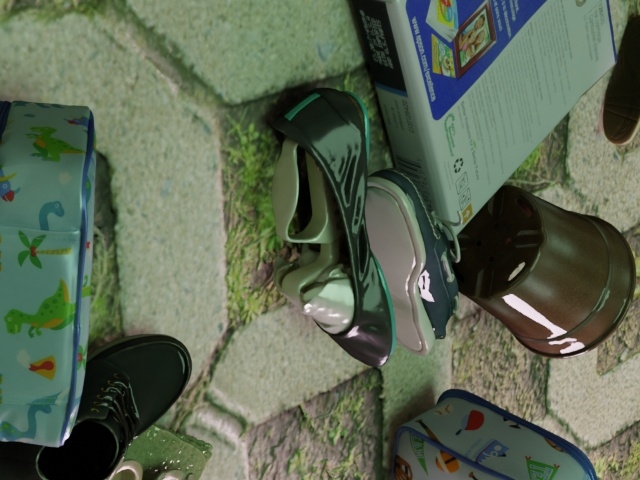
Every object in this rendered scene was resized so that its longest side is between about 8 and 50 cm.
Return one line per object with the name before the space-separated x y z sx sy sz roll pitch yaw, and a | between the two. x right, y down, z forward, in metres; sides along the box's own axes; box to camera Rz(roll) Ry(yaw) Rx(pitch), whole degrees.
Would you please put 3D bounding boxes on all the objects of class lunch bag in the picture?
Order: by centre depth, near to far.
lunch bag | -0.202 0.020 1.045 0.090 0.176 0.219 5 112 -8
lunch bag | 0.194 0.328 1.647 0.115 0.243 0.303 -33 131 -38

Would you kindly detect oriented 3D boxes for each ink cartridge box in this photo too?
ink cartridge box | 0.170 -0.208 1.487 0.307 0.072 0.304 -48 139 -29

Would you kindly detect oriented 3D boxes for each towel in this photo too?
towel | -0.158 0.209 1.315 0.148 0.027 0.110 34 81 -55

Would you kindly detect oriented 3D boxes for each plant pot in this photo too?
plant pot | 0.224 0.026 1.608 0.165 0.167 0.167 26 87 -47

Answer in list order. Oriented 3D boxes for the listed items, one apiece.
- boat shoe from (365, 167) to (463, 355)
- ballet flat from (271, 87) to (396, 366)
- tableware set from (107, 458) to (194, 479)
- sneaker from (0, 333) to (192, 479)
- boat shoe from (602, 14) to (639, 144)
boat shoe | 0.092 0.012 1.474 0.079 0.095 0.254 -47 141 -24
ballet flat | 0.000 0.000 1.364 0.096 0.095 0.280 -24 116 -32
tableware set | -0.174 0.246 1.266 0.141 0.020 0.168 -59 149 0
sneaker | -0.161 0.139 1.179 0.222 0.118 0.083 -30 107 -40
boat shoe | 0.372 -0.185 1.768 0.048 0.056 0.153 5 97 -48
